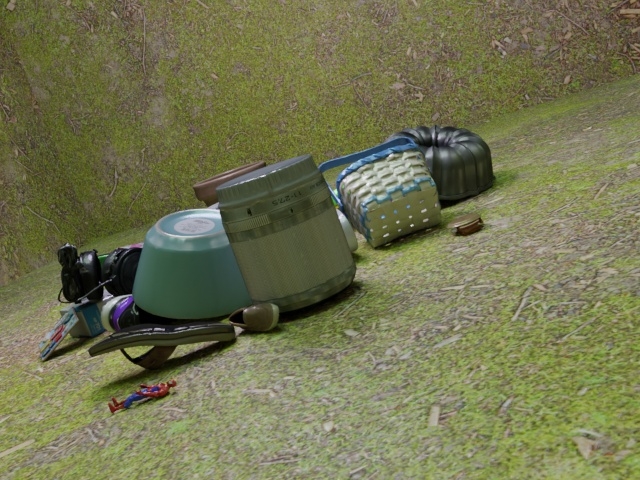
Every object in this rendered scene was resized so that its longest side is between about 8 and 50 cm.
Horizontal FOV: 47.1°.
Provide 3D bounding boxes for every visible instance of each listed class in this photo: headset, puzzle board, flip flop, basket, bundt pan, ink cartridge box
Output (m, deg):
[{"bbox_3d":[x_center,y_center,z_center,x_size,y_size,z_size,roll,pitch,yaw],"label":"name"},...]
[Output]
[{"bbox_3d":[-0.527,0.059,1.798,0.243,0.185,0.394,-5,12,9],"label":"headset"},{"bbox_3d":[-0.639,0.225,1.785,0.128,0.011,0.096,-49,31,-5],"label":"puzzle board"},{"bbox_3d":[-0.296,0.201,1.376,0.277,0.080,0.112,-5,5,-3],"label":"flip flop"},{"bbox_3d":[0.145,-0.132,1.769,0.255,0.201,0.289,-20,47,-3],"label":"basket"},{"bbox_3d":[0.309,-0.225,1.990,0.331,0.124,0.331,-2,25,1],"label":"bundt pan"},{"bbox_3d":[-0.555,0.174,1.911,0.190,0.082,0.139,-27,14,-39],"label":"ink cartridge box"}]

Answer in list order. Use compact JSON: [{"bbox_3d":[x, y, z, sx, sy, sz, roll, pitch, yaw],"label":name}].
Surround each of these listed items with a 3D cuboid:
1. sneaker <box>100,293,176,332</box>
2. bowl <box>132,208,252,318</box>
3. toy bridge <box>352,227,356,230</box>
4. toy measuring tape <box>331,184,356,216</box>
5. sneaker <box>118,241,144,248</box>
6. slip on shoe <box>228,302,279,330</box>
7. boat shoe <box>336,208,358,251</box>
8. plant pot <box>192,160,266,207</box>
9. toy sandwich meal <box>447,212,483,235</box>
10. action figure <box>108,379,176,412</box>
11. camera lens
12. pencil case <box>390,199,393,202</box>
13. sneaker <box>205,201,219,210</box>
[{"bbox_3d":[-0.357,0.140,1.732,0.146,0.102,0.293,-1,24,40],"label":"sneaker"},{"bbox_3d":[-0.273,0.034,1.649,0.311,0.163,0.311,-1,24,0],"label":"bowl"},{"bbox_3d":[0.054,-0.020,1.963,0.188,0.026,0.063,-19,10,1],"label":"toy bridge"},{"bbox_3d":[-0.014,-0.039,2.041,0.330,0.121,0.121,-37,10,3],"label":"toy measuring tape"},{"bbox_3d":[-0.622,0.055,2.612,0.252,0.103,0.111,-2,15,39],"label":"sneaker"},{"bbox_3d":[-0.125,0.143,1.372,0.041,0.051,0.135,8,-10,-34],"label":"slip on shoe"},{"bbox_3d":[-0.002,-0.004,1.759,0.105,0.113,0.306,-29,10,-15],"label":"boat shoe"},{"bbox_3d":[-0.278,-0.128,2.532,0.263,0.229,0.263,-19,11,4],"label":"plant pot"},{"bbox_3d":[0.312,-0.033,1.577,0.085,0.029,0.085,-21,6,3],"label":"toy sandwich meal"},{"bbox_3d":[-0.292,0.253,1.215,0.115,0.030,0.038,-17,6,2],"label":"action figure"},{"bbox_3d":[-0.066,-0.007,1.439,0.219,0.274,0.219,-19,10,4],"label":"camera lens"},{"bbox_3d":[0.248,-0.133,2.052,0.206,0.086,0.088,-27,-23,-39],"label":"pencil case"},{"bbox_3d":[-0.268,0.009,1.987,0.127,0.182,0.315,-22,14,21],"label":"sneaker"}]
